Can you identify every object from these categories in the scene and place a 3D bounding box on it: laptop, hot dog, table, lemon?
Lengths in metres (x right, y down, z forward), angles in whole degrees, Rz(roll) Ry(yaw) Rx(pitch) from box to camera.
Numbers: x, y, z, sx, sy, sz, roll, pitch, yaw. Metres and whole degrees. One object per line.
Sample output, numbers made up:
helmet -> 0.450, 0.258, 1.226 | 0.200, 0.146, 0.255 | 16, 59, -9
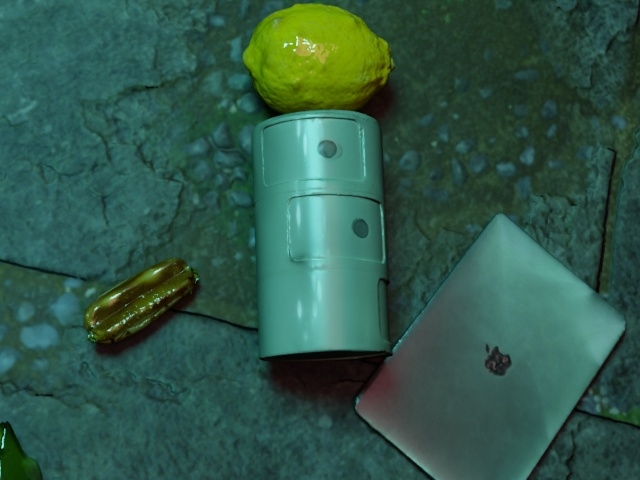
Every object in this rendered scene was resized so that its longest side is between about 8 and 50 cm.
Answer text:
laptop -> 0.177, 0.124, 1.010 | 0.187, 0.015, 0.269 | 40, 72, -3
hot dog -> -0.167, 0.057, 0.926 | 0.122, 0.037, 0.049 | -30, 76, -24
table -> 0.000, 0.000, 0.933 | 0.126, 0.126, 0.220 | 1, 79, -14
lemon -> -0.001, -0.175, 0.977 | 0.155, 0.114, 0.114 | -1, 79, -20

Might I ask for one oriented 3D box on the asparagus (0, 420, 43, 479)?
asparagus -> -0.231, 0.291, 0.831 | 0.080, 0.080, 0.287 | -28, 80, -18
